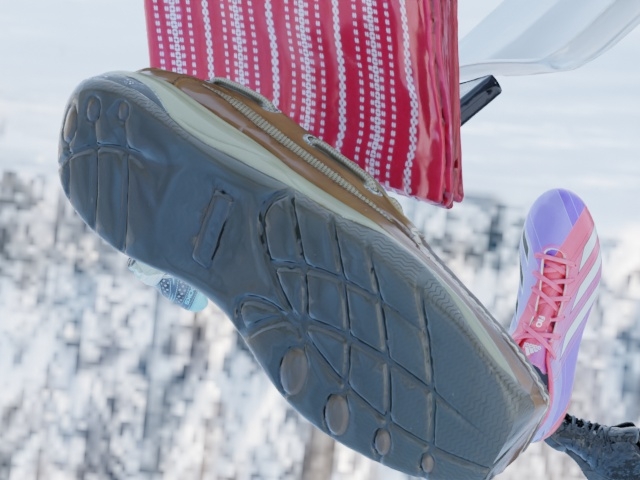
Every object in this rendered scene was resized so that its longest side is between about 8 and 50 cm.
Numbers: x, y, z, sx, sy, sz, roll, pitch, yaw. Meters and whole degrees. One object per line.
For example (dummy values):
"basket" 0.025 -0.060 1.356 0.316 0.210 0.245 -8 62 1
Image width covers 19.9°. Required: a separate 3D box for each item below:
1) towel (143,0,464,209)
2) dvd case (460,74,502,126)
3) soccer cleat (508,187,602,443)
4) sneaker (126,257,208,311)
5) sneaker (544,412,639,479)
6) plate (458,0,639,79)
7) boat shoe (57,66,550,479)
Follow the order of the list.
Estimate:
"towel" -0.020 -0.136 1.104 0.031 0.199 0.274 -22 -152 -40
"dvd case" 0.037 -0.074 1.624 0.180 0.022 0.253 -39 -168 -21
"soccer cleat" 0.216 0.075 1.747 0.083 0.248 0.095 11 -171 18
"sneaker" -0.096 -0.033 2.190 0.122 0.283 0.110 46 180 -17
"sneaker" 0.315 0.220 2.001 0.089 0.170 0.051 -35 -160 33
"plate" 0.250 -0.226 1.608 0.045 0.277 0.278 52 168 -13
"boat shoe" 0.000 0.000 1.017 0.324 0.123 0.120 40 -145 19
